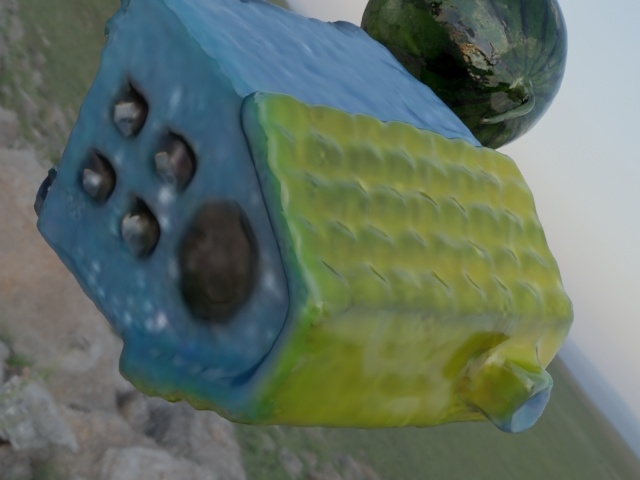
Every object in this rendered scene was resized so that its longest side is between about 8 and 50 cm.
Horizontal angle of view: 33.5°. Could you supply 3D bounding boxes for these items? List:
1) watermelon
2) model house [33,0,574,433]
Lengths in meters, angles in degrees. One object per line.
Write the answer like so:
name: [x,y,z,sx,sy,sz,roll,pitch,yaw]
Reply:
watermelon: [0.134,-0.168,0.949,0.188,0.188,0.215,46,-4,-42]
model house: [0.000,0.000,0.657,0.237,0.215,0.303,7,29,-44]
